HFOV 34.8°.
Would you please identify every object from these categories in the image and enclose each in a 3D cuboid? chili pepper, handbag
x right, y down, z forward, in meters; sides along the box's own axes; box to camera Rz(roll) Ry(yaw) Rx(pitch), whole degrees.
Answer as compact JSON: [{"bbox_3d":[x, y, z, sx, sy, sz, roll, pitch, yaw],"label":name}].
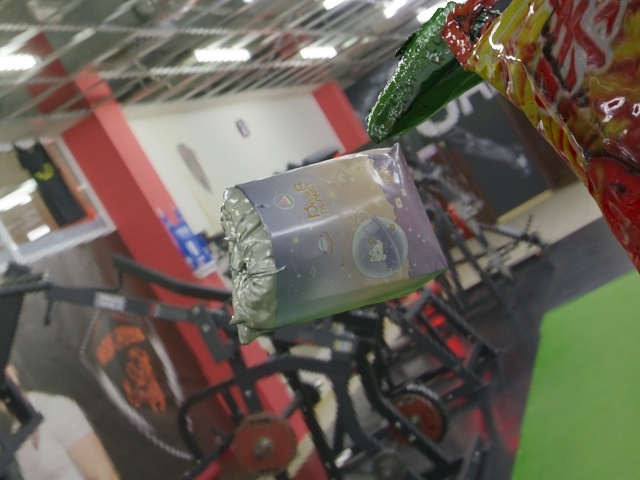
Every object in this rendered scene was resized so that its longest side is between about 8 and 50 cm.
[{"bbox_3d":[0.130,-0.175,1.102,0.216,0.108,0.062,-40,36,38],"label":"chili pepper"},{"bbox_3d":[0.000,0.000,0.769,0.173,0.117,0.095,-16,-14,-23],"label":"handbag"}]

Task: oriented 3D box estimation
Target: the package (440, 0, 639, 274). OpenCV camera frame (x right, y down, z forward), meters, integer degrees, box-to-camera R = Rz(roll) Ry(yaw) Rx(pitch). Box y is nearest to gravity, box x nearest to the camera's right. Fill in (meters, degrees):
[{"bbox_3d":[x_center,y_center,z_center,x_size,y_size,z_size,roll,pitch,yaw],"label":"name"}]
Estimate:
[{"bbox_3d":[0.177,-0.079,0.446,0.108,0.288,0.223,6,-42,-36],"label":"package"}]
